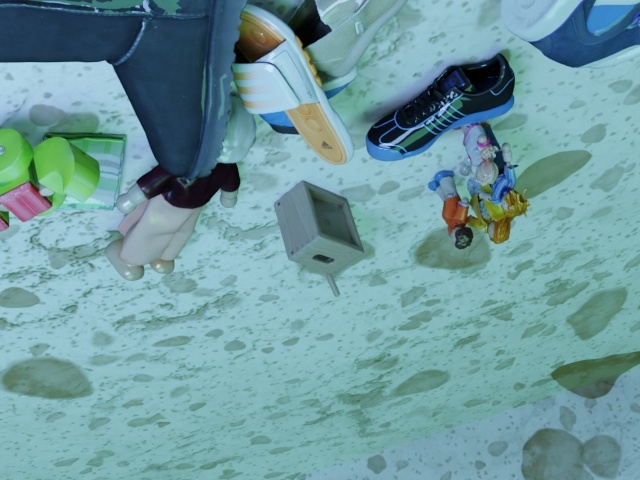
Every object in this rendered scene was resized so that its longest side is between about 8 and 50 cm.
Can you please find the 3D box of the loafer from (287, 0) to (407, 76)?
[{"bbox_3d":[0.035,-0.289,1.004,0.092,0.102,0.268,-5,148,-29],"label":"loafer"}]

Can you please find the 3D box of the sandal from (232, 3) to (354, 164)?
[{"bbox_3d":[-0.045,-0.172,1.075,0.102,0.076,0.265,6,142,47],"label":"sandal"}]

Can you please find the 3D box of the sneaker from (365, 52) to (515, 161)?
[{"bbox_3d":[0.166,-0.194,1.243,0.232,0.081,0.090,-25,146,0],"label":"sneaker"}]

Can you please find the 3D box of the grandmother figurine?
[{"bbox_3d":[-0.199,-0.074,1.248,0.207,0.104,0.342,-23,160,-50],"label":"grandmother figurine"}]

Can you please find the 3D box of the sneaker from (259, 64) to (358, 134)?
[{"bbox_3d":[-0.010,-0.191,1.176,0.152,0.058,0.084,-21,143,15],"label":"sneaker"}]

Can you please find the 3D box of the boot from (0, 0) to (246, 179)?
[{"bbox_3d":[-0.320,-0.203,0.924,0.445,0.146,0.367,-7,138,-22],"label":"boot"}]

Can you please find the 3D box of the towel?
[{"bbox_3d":[-0.333,-0.092,1.217,0.113,0.023,0.152,-3,146,-22],"label":"towel"}]

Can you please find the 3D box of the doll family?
[{"bbox_3d":[0.266,-0.089,1.366,0.118,0.163,0.263,-10,148,-11],"label":"doll family"}]

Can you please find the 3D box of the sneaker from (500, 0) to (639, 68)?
[{"bbox_3d":[0.398,-0.342,1.073,0.236,0.130,0.323,8,140,-40],"label":"sneaker"}]

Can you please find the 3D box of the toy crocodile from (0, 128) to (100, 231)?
[{"bbox_3d":[-0.434,-0.048,1.087,0.340,0.105,0.115,-17,150,7],"label":"toy crocodile"}]

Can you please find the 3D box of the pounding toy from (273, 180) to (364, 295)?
[{"bbox_3d":[0.000,0.000,1.414,0.100,0.130,0.141,-36,143,30],"label":"pounding toy"}]
